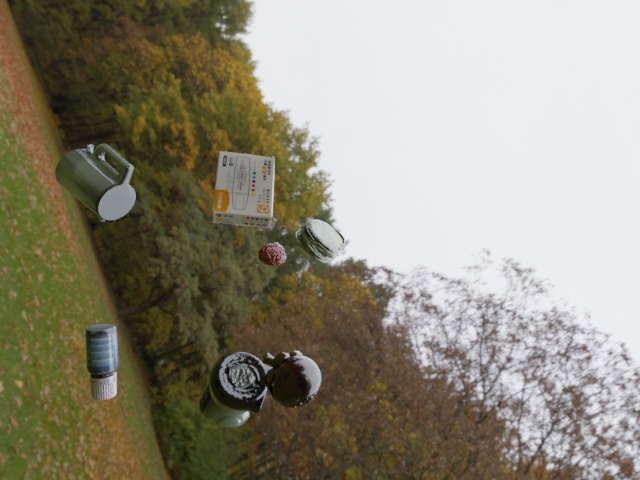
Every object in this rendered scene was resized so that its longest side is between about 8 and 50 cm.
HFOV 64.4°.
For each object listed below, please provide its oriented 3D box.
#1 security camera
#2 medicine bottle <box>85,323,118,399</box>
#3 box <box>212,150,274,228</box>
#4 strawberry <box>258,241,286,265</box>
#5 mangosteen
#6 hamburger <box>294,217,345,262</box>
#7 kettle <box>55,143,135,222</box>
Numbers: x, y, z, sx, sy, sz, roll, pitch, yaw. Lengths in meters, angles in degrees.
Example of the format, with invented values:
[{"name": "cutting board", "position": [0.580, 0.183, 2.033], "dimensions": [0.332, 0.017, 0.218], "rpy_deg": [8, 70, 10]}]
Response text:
[{"name": "security camera", "position": [-0.298, 0.515, 1.696], "dimensions": [0.196, 0.191, 0.277], "rpy_deg": [-74, -170, -48]}, {"name": "medicine bottle", "position": [-0.609, 0.340, 1.423], "dimensions": [0.083, 0.084, 0.202], "rpy_deg": [-168, -105, -66]}, {"name": "box", "position": [-0.281, -0.187, 1.878], "dimensions": [0.091, 0.221, 0.273], "rpy_deg": [114, -23, -62]}, {"name": "strawberry", "position": [-0.158, 0.045, 1.640], "dimensions": [0.083, 0.097, 0.083], "rpy_deg": [3, -87, 53]}, {"name": "mangosteen", "position": [-0.081, 0.413, 1.545], "dimensions": [0.172, 0.173, 0.183], "rpy_deg": [94, -13, -47]}, {"name": "hamburger", "position": [0.000, 0.000, 1.382], "dimensions": [0.133, 0.140, 0.062], "rpy_deg": [46, -63, 16]}, {"name": "kettle", "position": [-0.454, -0.123, 1.053], "dimensions": [0.148, 0.126, 0.098], "rpy_deg": [35, -14, 25]}]
